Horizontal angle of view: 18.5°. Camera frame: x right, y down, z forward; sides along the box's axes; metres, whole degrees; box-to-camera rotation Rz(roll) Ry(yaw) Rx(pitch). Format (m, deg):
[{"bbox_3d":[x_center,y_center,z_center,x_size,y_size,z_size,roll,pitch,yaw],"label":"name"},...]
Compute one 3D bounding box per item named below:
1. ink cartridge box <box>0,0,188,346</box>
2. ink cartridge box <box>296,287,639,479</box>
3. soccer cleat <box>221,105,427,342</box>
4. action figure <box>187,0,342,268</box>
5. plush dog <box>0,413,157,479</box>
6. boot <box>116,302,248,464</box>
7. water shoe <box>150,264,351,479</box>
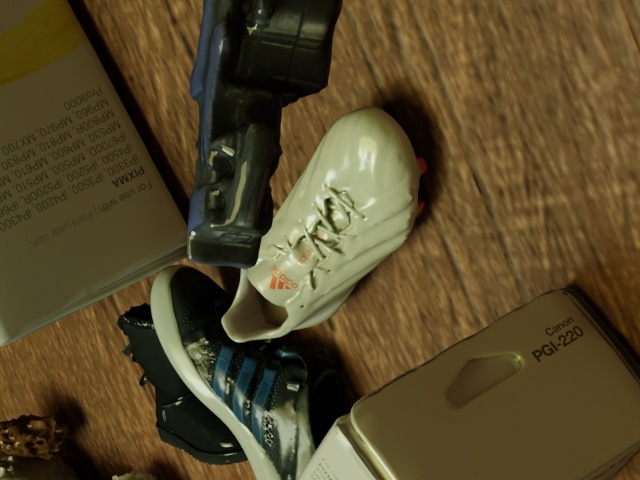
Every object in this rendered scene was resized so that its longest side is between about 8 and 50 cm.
[{"bbox_3d":[-0.282,-0.105,1.311,0.384,0.160,0.279,62,149,-3],"label":"ink cartridge box"},{"bbox_3d":[0.061,0.135,1.015,0.092,0.159,0.218,52,149,17],"label":"ink cartridge box"},{"bbox_3d":[0.000,0.000,1.070,0.068,0.076,0.196,51,148,15],"label":"soccer cleat"},{"bbox_3d":[0.054,-0.151,0.761,0.330,0.179,0.341,-1,81,62],"label":"action figure"},{"bbox_3d":[-0.215,0.263,1.529,0.225,0.211,0.262,-116,19,-53],"label":"plush dog"},{"bbox_3d":[-0.086,0.092,1.308,0.121,0.045,0.099,10,120,53],"label":"boot"},{"bbox_3d":[-0.024,0.087,1.208,0.080,0.073,0.203,-40,80,32],"label":"water shoe"}]
